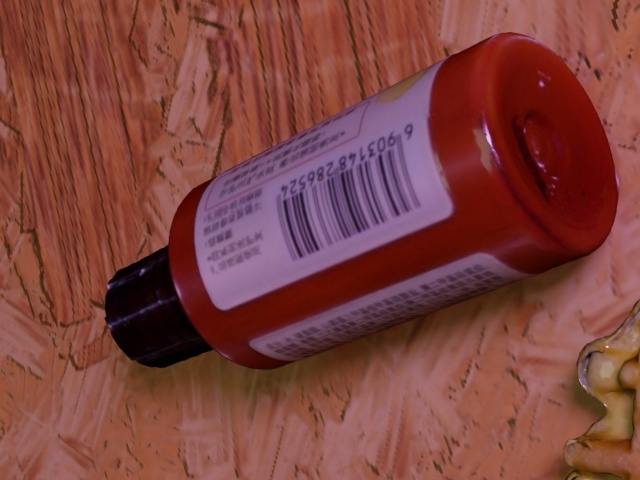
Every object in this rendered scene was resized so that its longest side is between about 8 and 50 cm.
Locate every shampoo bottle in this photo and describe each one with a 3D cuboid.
[{"bbox_3d":[0.000,0.000,0.648,0.278,0.104,0.104,-23,76,38],"label":"shampoo bottle"}]

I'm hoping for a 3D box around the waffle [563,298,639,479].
[{"bbox_3d":[0.199,0.109,0.520,0.243,0.059,0.238,51,124,31],"label":"waffle"}]
